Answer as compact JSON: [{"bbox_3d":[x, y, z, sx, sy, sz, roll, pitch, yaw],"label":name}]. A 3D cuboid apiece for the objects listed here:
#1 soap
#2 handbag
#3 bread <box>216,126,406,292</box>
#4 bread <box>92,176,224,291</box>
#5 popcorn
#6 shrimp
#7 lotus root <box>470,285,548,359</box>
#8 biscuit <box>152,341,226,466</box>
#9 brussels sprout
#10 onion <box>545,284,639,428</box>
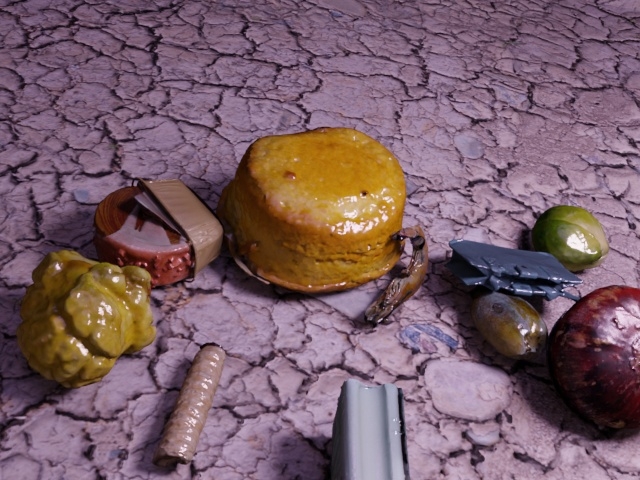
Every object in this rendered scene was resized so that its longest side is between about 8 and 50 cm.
[{"bbox_3d":[0.061,0.332,1.052,0.094,0.150,0.261,10,40,-9],"label":"soap"},{"bbox_3d":[0.362,0.058,1.446,0.229,0.062,0.179,9,13,-10],"label":"handbag"},{"bbox_3d":[-0.012,-0.070,1.441,0.358,0.204,0.336,-14,48,-24],"label":"bread"},{"bbox_3d":[-0.298,-0.020,1.366,0.212,0.142,0.224,-21,52,-37],"label":"bread"},{"bbox_3d":[-0.356,0.122,1.184,0.203,0.200,0.226,19,-1,-34],"label":"popcorn"},{"bbox_3d":[0.145,0.060,1.389,0.046,0.152,0.219,19,44,30],"label":"shrimp"},{"bbox_3d":[0.333,0.142,1.383,0.113,0.088,0.192,0,28,-24],"label":"lotus root"},{"bbox_3d":[-0.194,0.247,1.156,0.061,0.055,0.219,-16,33,23],"label":"biscuit"},{"bbox_3d":[0.513,-0.002,1.577,0.155,0.117,0.155,9,60,-16],"label":"brussels sprout"},{"bbox_3d":[0.502,0.198,1.289,0.246,0.190,0.246,4,73,-13],"label":"onion"}]
